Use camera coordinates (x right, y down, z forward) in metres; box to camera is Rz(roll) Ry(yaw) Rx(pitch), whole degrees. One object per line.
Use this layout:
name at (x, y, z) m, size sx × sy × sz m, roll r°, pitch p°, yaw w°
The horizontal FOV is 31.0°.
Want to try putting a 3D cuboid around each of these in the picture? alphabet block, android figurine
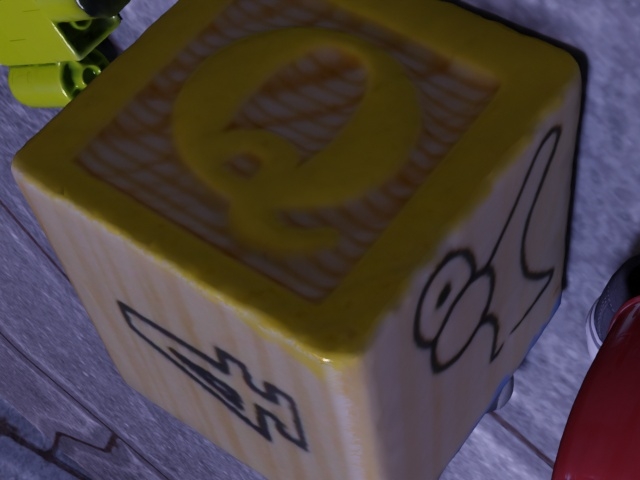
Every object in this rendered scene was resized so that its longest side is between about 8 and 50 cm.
alphabet block at (0.000, 0.000, 0.576) m, size 0.193 × 0.192 × 0.197 m, roll 27°, pitch 151°, yaw 24°
android figurine at (-0.237, -0.191, 0.761) m, size 0.273 × 0.056 × 0.248 m, roll 8°, pitch 140°, yaw 48°

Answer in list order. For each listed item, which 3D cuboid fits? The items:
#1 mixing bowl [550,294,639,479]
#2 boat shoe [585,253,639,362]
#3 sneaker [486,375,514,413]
mixing bowl at (0.162, 0.119, 0.473) m, size 0.181 × 0.098 × 0.181 m, roll 42°, pitch 158°, yaw 21°
boat shoe at (0.226, 0.078, 0.525) m, size 0.228 × 0.080 × 0.076 m, roll 38°, pitch 158°, yaw 24°
sneaker at (0.000, 0.055, 0.770) m, size 0.267 × 0.106 × 0.101 m, roll 27°, pitch 151°, yaw 24°
